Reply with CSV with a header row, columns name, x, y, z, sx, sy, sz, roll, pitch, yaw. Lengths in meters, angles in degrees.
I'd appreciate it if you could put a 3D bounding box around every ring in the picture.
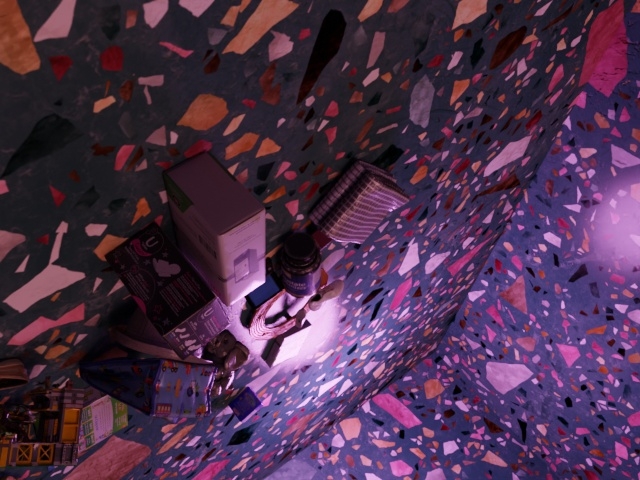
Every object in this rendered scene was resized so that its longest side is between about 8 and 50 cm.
name,x,y,z,sx,sy,sz,roll,pitch,yaw
ring,-0.111,0.211,2.172,0.336,0.032,0.337,-35,154,-19

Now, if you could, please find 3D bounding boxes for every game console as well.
name,x,y,z,sx,sy,sz,roll,pitch,yaw
game console,-0.175,0.128,1.900,0.122,0.071,0.107,-35,154,-20

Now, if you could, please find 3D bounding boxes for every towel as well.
name,x,y,z,sx,sy,sz,roll,pitch,yaw
towel,0.125,-0.104,1.933,0.235,0.121,0.283,-50,154,15

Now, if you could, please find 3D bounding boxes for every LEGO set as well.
name,x,y,z,sx,sy,sz,roll,pitch,yaw
LEGO set,-0.677,0.393,1.405,0.255,0.192,0.331,16,156,-40

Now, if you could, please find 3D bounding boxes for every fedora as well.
name,x,y,z,sx,sy,sz,roll,pitch,yaw
fedora,-0.382,0.223,1.620,0.275,0.243,0.124,29,76,-60

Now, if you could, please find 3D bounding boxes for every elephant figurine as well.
name,x,y,z,sx,sy,sz,roll,pitch,yaw
elephant figurine,-0.304,0.347,1.970,0.239,0.169,0.186,-62,-177,2

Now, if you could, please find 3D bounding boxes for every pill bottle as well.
name,x,y,z,sx,sy,sz,roll,pitch,yaw
pill bottle,-0.059,0.073,1.928,0.122,0.123,0.219,-34,153,-20

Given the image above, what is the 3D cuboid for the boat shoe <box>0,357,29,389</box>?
name,x,y,z,sx,sy,sz,roll,pitch,yaw
boat shoe,-0.712,0.302,1.359,0.190,0.072,0.068,-9,138,-51

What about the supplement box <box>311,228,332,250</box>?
name,x,y,z,sx,sy,sz,roll,pitch,yaw
supplement box,0.000,-0.004,1.945,0.043,0.055,0.083,-40,178,-9

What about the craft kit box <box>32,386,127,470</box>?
name,x,y,z,sx,sy,sz,roll,pitch,yaw
craft kit box,-0.658,0.503,1.777,0.246,0.061,0.250,-23,148,-33

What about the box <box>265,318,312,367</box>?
name,x,y,z,sx,sy,sz,roll,pitch,yaw
box,-0.121,0.391,2.425,0.145,0.038,0.186,-18,146,-43

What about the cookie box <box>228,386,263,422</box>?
name,x,y,z,sx,sy,sz,roll,pitch,yaw
cookie box,-0.289,0.639,2.493,0.107,0.092,0.040,-41,152,-5

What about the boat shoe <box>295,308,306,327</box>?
name,x,y,z,sx,sy,sz,roll,pitch,yaw
boat shoe,-0.065,0.266,2.256,0.100,0.035,0.035,100,15,-46

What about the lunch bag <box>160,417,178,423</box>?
name,x,y,z,sx,sy,sz,roll,pitch,yaw
lunch bag,-0.464,0.464,1.962,0.129,0.096,0.151,82,28,-60

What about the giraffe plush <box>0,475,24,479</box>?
name,x,y,z,sx,sy,sz,roll,pitch,yaw
giraffe plush,-0.886,0.759,1.718,0.170,0.210,0.181,-19,120,1

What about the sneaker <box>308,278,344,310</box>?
name,x,y,z,sx,sy,sz,roll,pitch,yaw
sneaker,0.021,0.186,2.233,0.152,0.054,0.061,-39,152,-11

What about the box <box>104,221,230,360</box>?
name,x,y,z,sx,sy,sz,roll,pitch,yaw
box,-0.334,0.112,1.426,0.142,0.247,0.163,-36,154,-14

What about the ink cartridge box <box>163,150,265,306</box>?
name,x,y,z,sx,sy,sz,roll,pitch,yaw
ink cartridge box,-0.229,-0.020,1.429,0.121,0.211,0.289,-34,154,-25

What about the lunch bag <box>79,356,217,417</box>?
name,x,y,z,sx,sy,sz,roll,pitch,yaw
lunch bag,-0.452,0.363,1.634,0.221,0.293,0.138,28,67,-58
